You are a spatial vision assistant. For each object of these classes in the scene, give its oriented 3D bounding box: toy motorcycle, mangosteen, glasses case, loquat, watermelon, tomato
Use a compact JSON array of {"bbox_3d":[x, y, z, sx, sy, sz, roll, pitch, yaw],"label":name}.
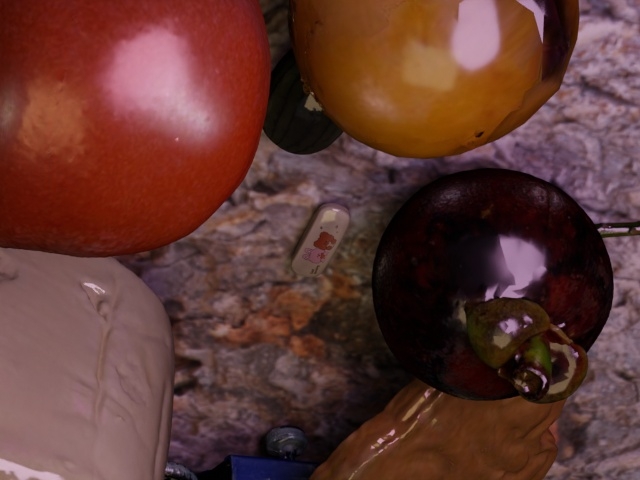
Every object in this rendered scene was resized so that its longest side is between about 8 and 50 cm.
[{"bbox_3d":[-0.061,0.276,1.853,0.315,0.113,0.169,7,138,-18],"label":"toy motorcycle"},{"bbox_3d":[0.147,0.044,1.612,0.216,0.216,0.216,-1,128,-2],"label":"mangosteen"},{"bbox_3d":[0.000,0.000,1.692,0.032,0.021,0.083,17,125,-17],"label":"glasses case"},{"bbox_3d":[0.086,-0.180,1.433,0.235,0.235,0.235,-1,128,-2],"label":"loquat"},{"bbox_3d":[-0.008,-0.122,1.564,0.078,0.078,0.111,16,125,-15],"label":"watermelon"},{"bbox_3d":[-0.184,-0.150,1.372,0.341,0.341,0.273,8,124,-9],"label":"tomato"}]

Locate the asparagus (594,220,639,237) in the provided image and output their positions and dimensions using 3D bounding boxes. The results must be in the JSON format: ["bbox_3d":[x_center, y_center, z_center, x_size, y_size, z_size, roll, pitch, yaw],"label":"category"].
[{"bbox_3d":[0.281,-0.009,1.701,0.127,0.018,0.015,-3,163,0],"label":"asparagus"}]

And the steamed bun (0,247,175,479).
[{"bbox_3d":[-0.359,0.148,1.574,0.456,0.371,0.290,30,122,-19],"label":"steamed bun"}]

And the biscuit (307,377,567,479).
[{"bbox_3d":[0.108,0.243,1.791,0.376,0.051,0.269,-43,141,4],"label":"biscuit"}]
